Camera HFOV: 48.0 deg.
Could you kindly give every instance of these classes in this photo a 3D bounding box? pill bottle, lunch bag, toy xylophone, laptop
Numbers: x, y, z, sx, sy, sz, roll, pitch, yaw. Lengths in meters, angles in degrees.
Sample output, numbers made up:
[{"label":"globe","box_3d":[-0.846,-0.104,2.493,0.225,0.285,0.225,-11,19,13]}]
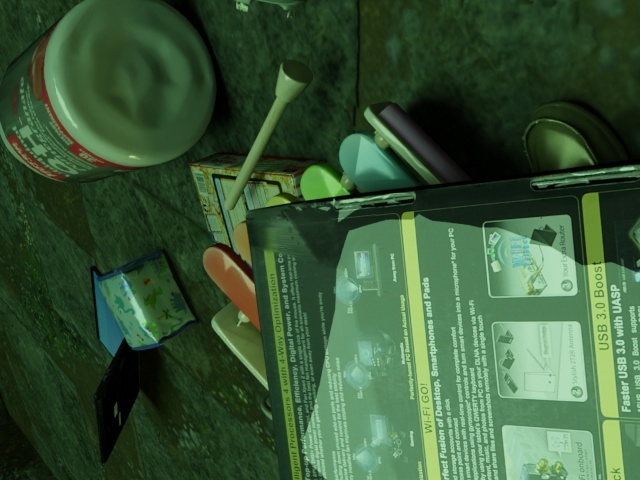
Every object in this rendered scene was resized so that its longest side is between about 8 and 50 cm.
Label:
[{"label":"pill bottle","box_3d":[-0.268,-0.158,0.833,0.319,0.176,0.176,-2,111,54]},{"label":"lunch bag","box_3d":[-0.275,0.096,1.095,0.151,0.096,0.128,-19,97,47]},{"label":"toy xylophone","box_3d":[0.000,0.000,0.616,0.236,0.081,0.322,40,132,14]},{"label":"laptop","box_3d":[-0.411,0.227,1.330,0.137,0.264,0.234,14,135,2]}]

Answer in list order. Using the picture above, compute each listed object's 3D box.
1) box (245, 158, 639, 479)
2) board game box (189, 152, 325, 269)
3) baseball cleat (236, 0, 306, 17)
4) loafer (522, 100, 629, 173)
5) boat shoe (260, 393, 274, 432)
[{"label":"box","box_3d":[0.125,0.157,0.422,0.319,0.097,0.394,-6,94,32]},{"label":"board game box","box_3d":[-0.056,-0.015,0.768,0.194,0.045,0.146,13,122,49]},{"label":"baseball cleat","box_3d":[-0.082,-0.272,0.600,0.206,0.072,0.109,37,133,27]},{"label":"loafer","box_3d":[0.170,-0.019,0.457,0.056,0.050,0.148,-28,90,56]},{"label":"boat shoe","box_3d":[0.055,0.203,0.716,0.335,0.112,0.095,-7,103,51]}]
